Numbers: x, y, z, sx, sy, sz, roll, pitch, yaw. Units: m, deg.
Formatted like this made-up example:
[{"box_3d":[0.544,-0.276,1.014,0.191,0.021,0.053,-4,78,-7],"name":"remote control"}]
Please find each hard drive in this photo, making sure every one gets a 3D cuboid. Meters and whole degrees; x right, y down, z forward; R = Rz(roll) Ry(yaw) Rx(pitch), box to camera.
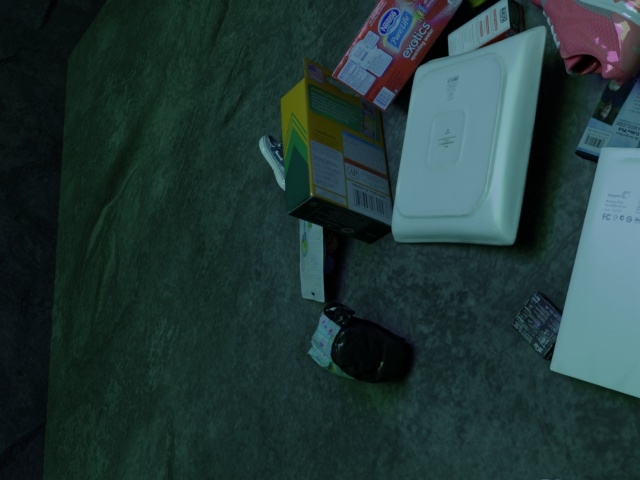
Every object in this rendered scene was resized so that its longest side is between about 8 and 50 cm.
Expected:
[{"box_3d":[0.425,0.040,1.084,0.210,0.040,0.318,12,88,55],"name":"hard drive"}]

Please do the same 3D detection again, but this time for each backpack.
[{"box_3d":[0.050,0.183,1.467,0.115,0.152,0.182,-62,22,-3],"name":"backpack"}]

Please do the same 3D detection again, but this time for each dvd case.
[{"box_3d":[0.479,-0.213,1.165,0.180,0.022,0.253,33,101,54],"name":"dvd case"}]

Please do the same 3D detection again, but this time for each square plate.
[{"box_3d":[0.226,-0.165,1.401,0.347,0.049,0.343,2,82,63],"name":"square plate"}]

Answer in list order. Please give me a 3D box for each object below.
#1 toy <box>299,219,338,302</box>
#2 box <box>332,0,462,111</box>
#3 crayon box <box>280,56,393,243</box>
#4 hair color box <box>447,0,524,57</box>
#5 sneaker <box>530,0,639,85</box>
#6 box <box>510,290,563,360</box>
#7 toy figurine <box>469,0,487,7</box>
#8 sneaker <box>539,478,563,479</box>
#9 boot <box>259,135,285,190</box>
[{"box_3d":[0.000,0.000,1.675,0.137,0.056,0.237,-179,84,-71],"name":"toy"},{"box_3d":[0.146,-0.392,1.581,0.257,0.128,0.122,-55,7,23],"name":"box"},{"box_3d":[0.029,-0.172,1.605,0.083,0.203,0.322,-34,49,41],"name":"crayon box"},{"box_3d":[0.291,-0.361,1.474,0.141,0.043,0.072,-26,55,47],"name":"hair color box"},{"box_3d":[0.384,-0.319,1.241,0.136,0.116,0.314,-64,25,16],"name":"sneaker"},{"box_3d":[0.325,0.124,1.221,0.067,0.018,0.083,-59,36,16],"name":"box"},{"box_3d":[0.264,-0.535,1.360,0.362,0.217,0.191,170,112,-71],"name":"toy figurine"},{"box_3d":[0.322,0.366,1.031,0.275,0.110,0.107,9,82,56],"name":"sneaker"},{"box_3d":[-0.072,-0.194,1.886,0.086,0.069,0.190,-46,49,21],"name":"boot"}]
